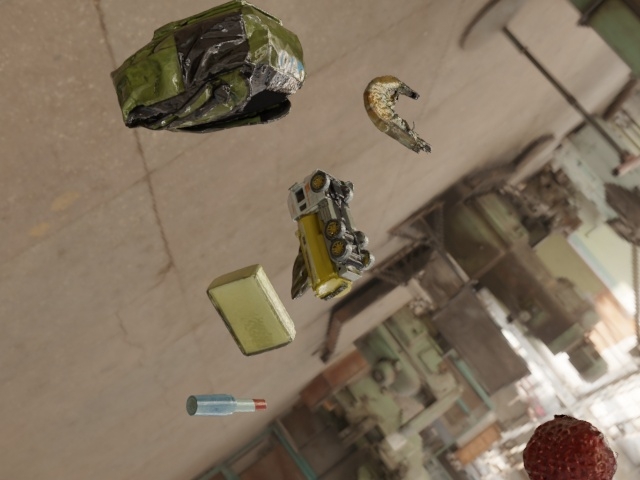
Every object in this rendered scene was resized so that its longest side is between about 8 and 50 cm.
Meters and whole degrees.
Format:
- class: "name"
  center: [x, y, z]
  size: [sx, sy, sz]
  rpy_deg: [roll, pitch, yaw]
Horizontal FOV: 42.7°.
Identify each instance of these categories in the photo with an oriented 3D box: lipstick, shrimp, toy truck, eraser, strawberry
- class: "lipstick"
  center: [-0.266, 0.484, 2.412]
  size: [0.274, 0.061, 0.068]
  rpy_deg: [10, 125, -43]
- class: "shrimp"
  center: [0.187, -0.291, 1.868]
  size: [0.051, 0.217, 0.150]
  rpy_deg: [-20, -141, 50]
- class: "toy truck"
  center: [0.010, -0.011, 1.487]
  size: [0.114, 0.227, 0.098]
  rpy_deg: [-31, 149, 25]
- class: "eraser"
  center: [-0.136, 0.140, 1.629]
  size: [0.117, 0.172, 0.058]
  rpy_deg: [-20, -158, 21]
- class: "strawberry"
  center: [0.563, 0.472, 1.793]
  size: [0.205, 0.205, 0.244]
  rpy_deg: [-32, 158, -23]

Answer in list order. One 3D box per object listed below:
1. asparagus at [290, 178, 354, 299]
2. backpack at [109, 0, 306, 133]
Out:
- class: "asparagus"
  center: [0.000, 0.000, 1.783]
  size: [0.287, 0.080, 0.080]
  rpy_deg: [-67, 162, 6]
- class: "backpack"
  center: [-0.150, -0.214, 1.091]
  size: [0.253, 0.140, 0.207]
  rpy_deg: [-16, 176, 18]
